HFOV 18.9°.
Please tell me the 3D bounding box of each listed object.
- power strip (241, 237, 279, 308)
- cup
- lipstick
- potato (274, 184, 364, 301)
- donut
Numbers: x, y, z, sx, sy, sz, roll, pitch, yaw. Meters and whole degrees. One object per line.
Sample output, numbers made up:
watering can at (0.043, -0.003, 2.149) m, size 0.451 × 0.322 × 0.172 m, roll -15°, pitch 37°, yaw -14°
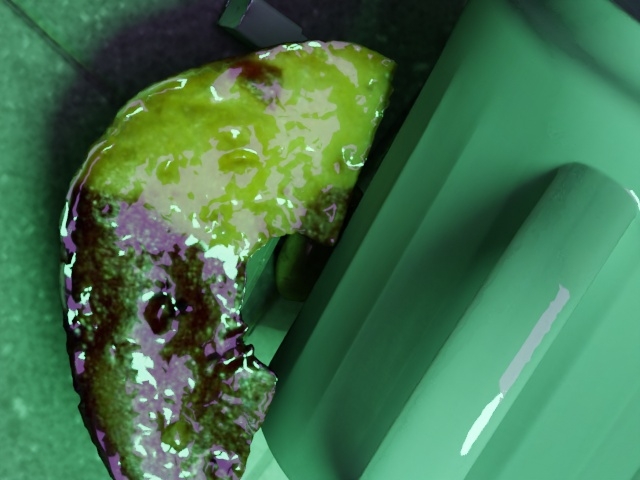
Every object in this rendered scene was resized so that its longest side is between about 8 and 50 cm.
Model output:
power strip at (-0.046, 0.008, 1.169) m, size 0.027 × 0.017 × 0.083 m, roll 31°, pitch 82°, yaw -25°
cup at (0.121, 0.022, 1.038) m, size 0.237 × 0.323 × 0.327 m, roll 34°, pitch 116°, yaw 8°
lipstick at (-0.014, -0.113, 1.166) m, size 0.107 × 0.025 × 0.025 m, roll 34°, pitch 82°, yaw -34°
potato at (0.000, 0.000, 1.178) m, size 0.051 × 0.040 × 0.083 m, roll 29°, pitch 90°, yaw -48°
donut at (-0.083, 0.013, 1.093) m, size 0.151 × 0.112 × 0.295 m, roll 21°, pitch 83°, yaw -12°
